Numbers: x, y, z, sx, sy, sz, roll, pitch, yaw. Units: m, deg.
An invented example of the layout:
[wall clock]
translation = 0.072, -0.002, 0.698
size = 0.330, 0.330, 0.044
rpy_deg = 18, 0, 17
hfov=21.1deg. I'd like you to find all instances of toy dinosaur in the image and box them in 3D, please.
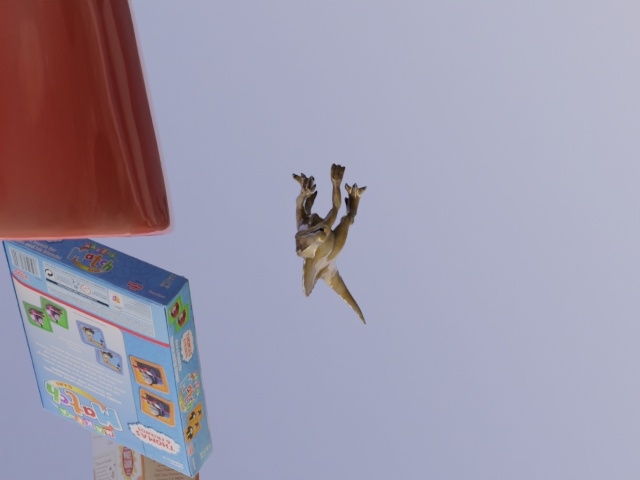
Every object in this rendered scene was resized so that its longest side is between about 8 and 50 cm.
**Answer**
[toy dinosaur]
translation = 0.000, 0.000, 1.254
size = 0.183, 0.053, 0.092
rpy_deg = 58, -140, -70

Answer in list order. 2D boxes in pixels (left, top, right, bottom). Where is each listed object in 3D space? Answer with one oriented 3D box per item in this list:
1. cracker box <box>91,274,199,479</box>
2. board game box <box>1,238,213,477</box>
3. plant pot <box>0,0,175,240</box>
[cracker box]
translation = -0.185, 0.159, 1.765
size = 0.067, 0.156, 0.232
rpy_deg = -2, -97, -25
[board game box]
translation = -0.171, 0.088, 1.405
size = 0.039, 0.160, 0.211
rpy_deg = -50, -29, -37
[plant pot]
translation = -0.233, -0.118, 1.108
size = 0.275, 0.275, 0.243
rpy_deg = -3, -88, -59
